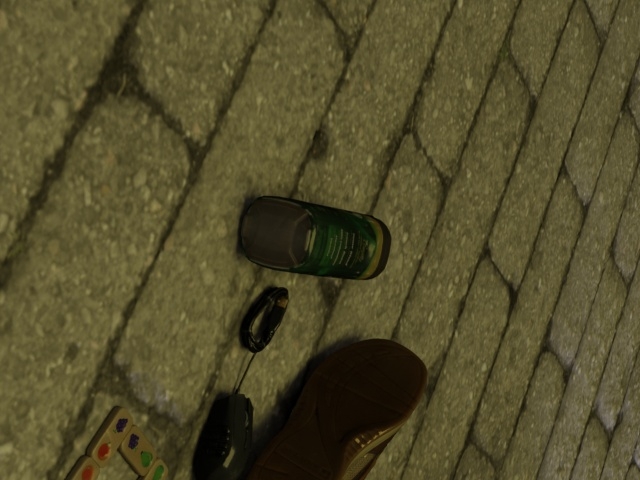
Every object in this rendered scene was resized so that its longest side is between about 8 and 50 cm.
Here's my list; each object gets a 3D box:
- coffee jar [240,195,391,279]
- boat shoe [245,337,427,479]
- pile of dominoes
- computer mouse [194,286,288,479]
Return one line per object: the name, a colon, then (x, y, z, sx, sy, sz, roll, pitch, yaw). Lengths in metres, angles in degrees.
coffee jar: (0.000, 0.000, 1.338, 0.184, 0.096, 0.079, 8, 94, -57)
boat shoe: (0.009, 0.245, 1.425, 0.342, 0.123, 0.123, -48, 165, -45)
pile of dominoes: (-0.205, 0.315, 1.156, 0.251, 0.040, 0.196, -58, 141, -30)
computer mouse: (-0.075, 0.162, 1.316, 0.071, 0.041, 0.242, 39, 65, -53)
